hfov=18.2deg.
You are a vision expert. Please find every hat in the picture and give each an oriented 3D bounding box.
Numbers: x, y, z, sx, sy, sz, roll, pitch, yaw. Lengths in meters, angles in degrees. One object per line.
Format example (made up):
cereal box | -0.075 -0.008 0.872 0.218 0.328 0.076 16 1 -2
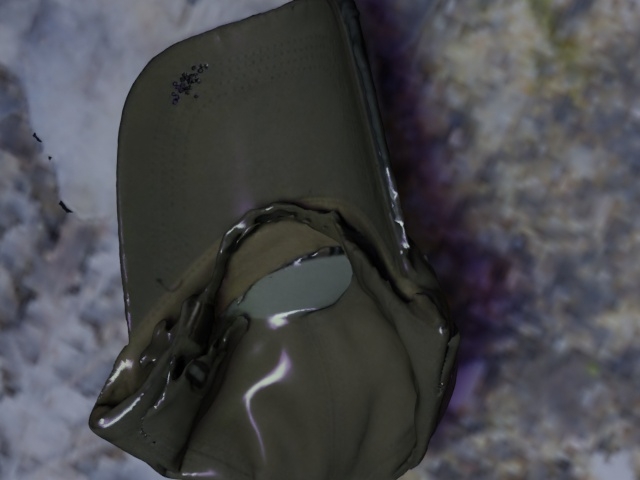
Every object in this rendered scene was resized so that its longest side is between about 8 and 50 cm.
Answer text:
hat | 0.000 0.000 0.702 0.147 0.085 0.175 -11 73 32
